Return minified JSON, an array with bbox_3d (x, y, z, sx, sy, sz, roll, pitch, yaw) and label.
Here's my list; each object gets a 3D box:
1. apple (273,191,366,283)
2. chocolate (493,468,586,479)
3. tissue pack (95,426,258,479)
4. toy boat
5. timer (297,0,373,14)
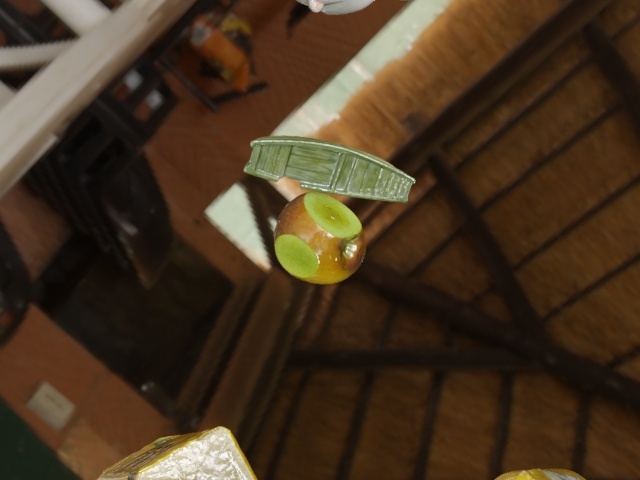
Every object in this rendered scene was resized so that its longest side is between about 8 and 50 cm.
[{"bbox_3d":[0.004,-0.002,2.119,0.146,0.147,0.163,-36,143,-42],"label":"apple"},{"bbox_3d":[0.378,0.483,2.126,0.162,0.162,0.445,-44,153,12],"label":"chocolate"},{"bbox_3d":[-0.241,0.516,2.218,0.228,0.293,0.382,-27,179,-25],"label":"tissue pack"},{"bbox_3d":[0.015,-0.123,2.041,0.055,0.293,0.093,-100,-155,-57],"label":"toy boat"},{"bbox_3d":[0.066,-0.432,1.674,0.315,0.291,0.291,-46,-171,-34],"label":"timer"}]
